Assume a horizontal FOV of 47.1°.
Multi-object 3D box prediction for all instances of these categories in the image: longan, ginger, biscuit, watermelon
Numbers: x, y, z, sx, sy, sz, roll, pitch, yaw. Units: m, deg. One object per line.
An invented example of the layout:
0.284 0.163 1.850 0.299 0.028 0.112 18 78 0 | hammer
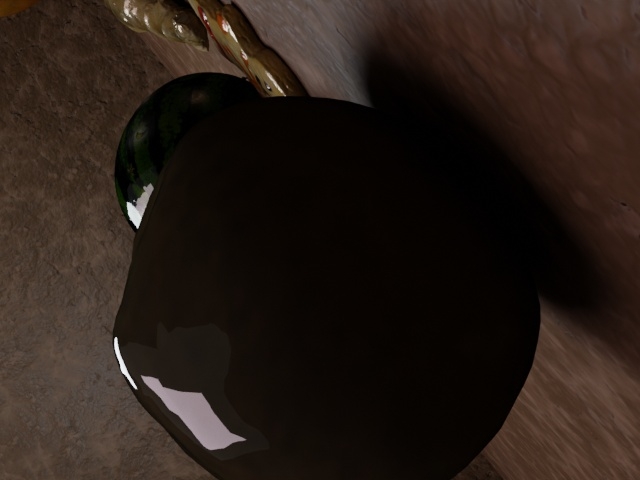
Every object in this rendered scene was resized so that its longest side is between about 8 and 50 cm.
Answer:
-0.004 0.030 0.534 0.288 0.288 0.350 53 -174 -32 | longan
-0.251 -0.358 1.118 0.294 0.086 0.131 36 157 45 | ginger
-0.086 -0.216 0.850 0.234 0.030 0.153 49 178 33 | biscuit
-0.143 -0.090 0.988 0.269 0.269 0.269 51 176 5 | watermelon

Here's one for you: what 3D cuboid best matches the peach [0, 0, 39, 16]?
-0.532 -0.511 1.104 0.343 0.343 0.301 47 134 43 | peach
